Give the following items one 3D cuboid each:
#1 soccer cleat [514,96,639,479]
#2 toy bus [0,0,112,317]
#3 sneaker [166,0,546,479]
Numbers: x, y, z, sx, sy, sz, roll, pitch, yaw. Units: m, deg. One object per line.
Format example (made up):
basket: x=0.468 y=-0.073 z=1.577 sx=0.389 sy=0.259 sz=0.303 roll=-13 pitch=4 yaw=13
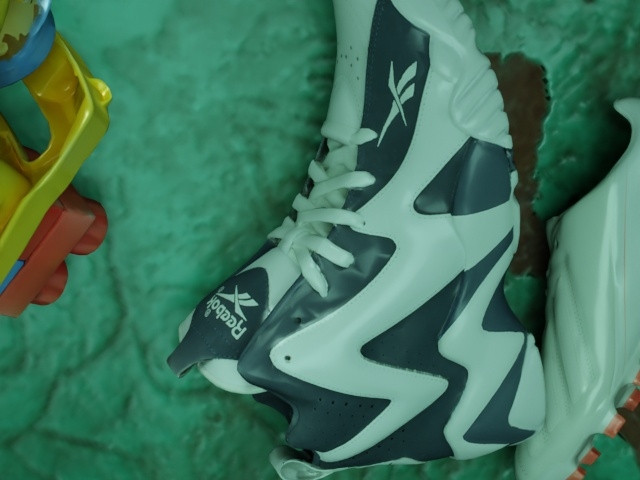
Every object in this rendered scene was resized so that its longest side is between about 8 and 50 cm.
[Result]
soccer cleat: x=0.130 y=0.028 z=0.594 sx=0.076 sy=0.068 sz=0.196 roll=29 pitch=106 yaw=17
toy bus: x=-0.155 y=-0.043 z=0.468 sx=0.211 sy=0.149 sz=0.220 roll=14 pitch=120 yaw=-52
sneaker: x=0.000 y=0.000 z=0.544 sx=0.153 sy=0.094 sz=0.235 roll=-18 pitch=114 yaw=-13
